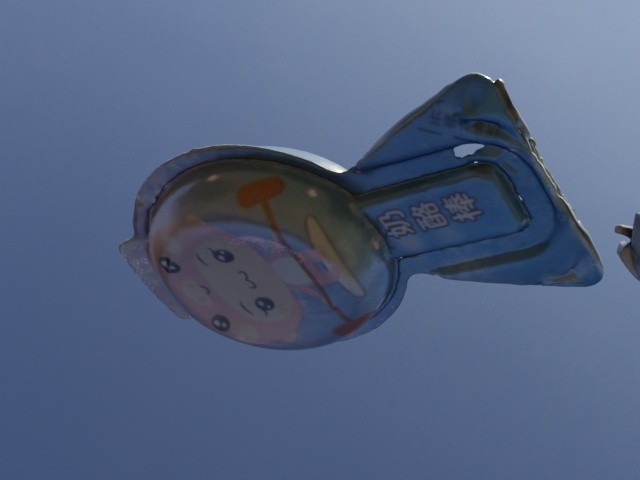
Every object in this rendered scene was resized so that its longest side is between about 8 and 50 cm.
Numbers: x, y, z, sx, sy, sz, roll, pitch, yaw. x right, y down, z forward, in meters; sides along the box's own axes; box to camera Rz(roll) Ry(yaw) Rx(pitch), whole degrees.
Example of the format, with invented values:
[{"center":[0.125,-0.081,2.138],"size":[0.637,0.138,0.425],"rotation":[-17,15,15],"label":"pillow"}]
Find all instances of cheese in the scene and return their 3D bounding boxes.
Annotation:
[{"center":[0.000,0.000,0.478],"size":[0.244,0.135,0.052],"rotation":[-14,-143,37],"label":"cheese"}]

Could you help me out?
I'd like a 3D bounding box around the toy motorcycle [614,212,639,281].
[{"center":[0.328,-0.029,0.915],"size":[0.080,0.122,0.215],"rotation":[-8,-68,-15],"label":"toy motorcycle"}]
